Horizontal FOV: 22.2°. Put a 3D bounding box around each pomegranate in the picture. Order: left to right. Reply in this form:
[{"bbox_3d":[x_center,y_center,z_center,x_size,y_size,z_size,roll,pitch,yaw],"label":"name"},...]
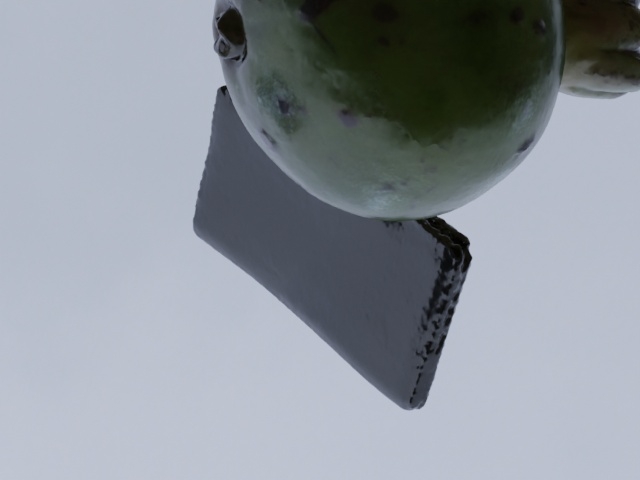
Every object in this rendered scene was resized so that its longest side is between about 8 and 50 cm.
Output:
[{"bbox_3d":[0.062,-0.113,0.858,0.247,0.202,0.202,-3,-123,-22],"label":"pomegranate"}]

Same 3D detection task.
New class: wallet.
[{"bbox_3d":[0.001,0.000,1.083,0.025,0.124,0.244,-11,-144,-42],"label":"wallet"}]
